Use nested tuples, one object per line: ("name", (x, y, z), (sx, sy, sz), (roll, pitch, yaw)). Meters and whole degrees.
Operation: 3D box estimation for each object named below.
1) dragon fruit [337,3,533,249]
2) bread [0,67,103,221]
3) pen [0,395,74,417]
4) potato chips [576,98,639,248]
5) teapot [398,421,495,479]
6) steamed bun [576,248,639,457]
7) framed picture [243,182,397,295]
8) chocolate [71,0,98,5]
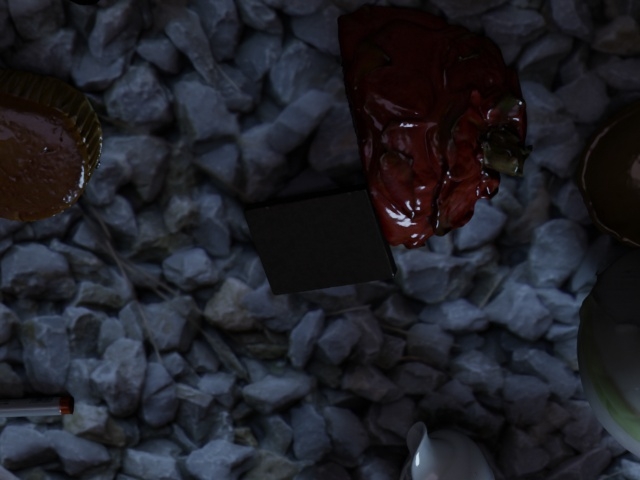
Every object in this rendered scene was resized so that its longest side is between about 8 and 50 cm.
("dragon fruit", (0.146, -0.125, 1.721), (0.205, 0.152, 0.317), (-13, 113, 9))
("bread", (-0.373, -0.115, 1.794), (0.199, 0.104, 0.199), (2, 117, 4))
("pen", (-0.456, 0.232, 2.004), (0.239, 0.028, 0.028), (-3, 115, 6))
("potato chips", (0.415, -0.090, 1.758), (0.195, 0.062, 0.208), (24, 101, 5))
("teapot", (0.145, 0.358, 1.914), (0.139, 0.204, 0.298), (7, 122, -13))
("steamed bun", (0.462, 0.165, 1.753), (0.309, 0.309, 0.309), (2, 115, 4))
("framed picture", (0.000, 0.000, 1.844), (0.168, 0.023, 0.128), (-9, 115, 21))
("chocolate", (-0.303, -0.357, 1.671), (0.133, 0.156, 0.156), (21, 116, 14))
